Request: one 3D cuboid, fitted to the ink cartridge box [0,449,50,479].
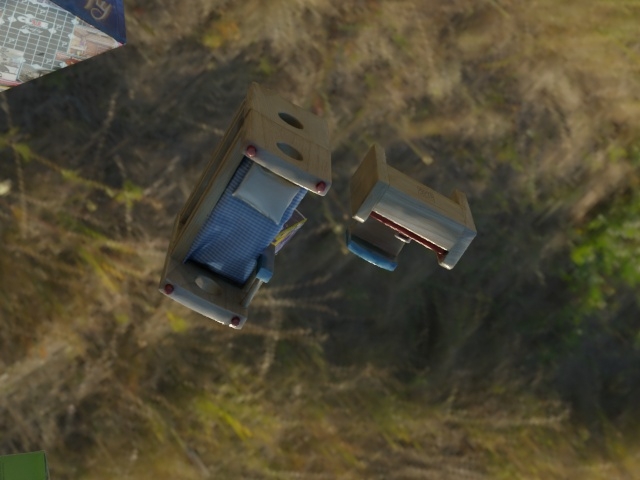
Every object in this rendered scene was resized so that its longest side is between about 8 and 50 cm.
[{"bbox_3d":[-0.458,0.330,1.576,0.209,0.062,0.109,-4,151,-11],"label":"ink cartridge box"}]

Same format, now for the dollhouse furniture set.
[{"bbox_3d":[0.000,0.000,0.870,0.129,0.184,0.129,-58,-167,21],"label":"dollhouse furniture set"}]

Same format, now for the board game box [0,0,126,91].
[{"bbox_3d":[-0.261,-0.161,0.758,0.165,0.042,0.243,-15,159,25],"label":"board game box"}]

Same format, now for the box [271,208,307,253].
[{"bbox_3d":[-0.070,-0.009,1.184,0.054,0.059,0.169,-48,176,17],"label":"box"}]
